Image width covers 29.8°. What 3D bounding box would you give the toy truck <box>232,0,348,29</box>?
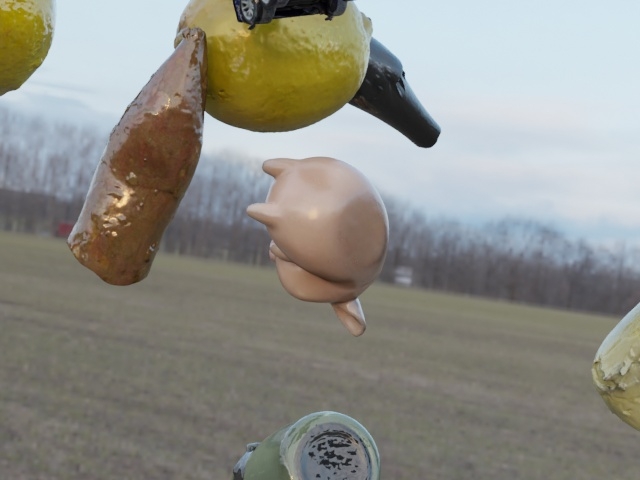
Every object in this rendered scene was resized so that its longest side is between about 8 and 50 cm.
[{"bbox_3d":[-0.010,-0.344,1.312,0.124,0.155,0.268,-12,-7,-27],"label":"toy truck"}]

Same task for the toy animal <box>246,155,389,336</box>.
[{"bbox_3d":[0.009,-0.007,1.500,0.154,0.166,0.250,15,-21,16],"label":"toy animal"}]

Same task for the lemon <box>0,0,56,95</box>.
[{"bbox_3d":[-0.554,-0.367,1.957,0.260,0.260,0.284,8,-6,-22],"label":"lemon"}]

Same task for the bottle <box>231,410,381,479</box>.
[{"bbox_3d":[-0.039,0.376,1.899,0.168,0.168,0.347,8,-19,-19],"label":"bottle"}]

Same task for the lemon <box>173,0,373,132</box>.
[{"bbox_3d":[-0.064,-0.257,1.622,0.263,0.236,0.236,14,-2,-9],"label":"lemon"}]

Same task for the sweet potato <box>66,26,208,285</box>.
[{"bbox_3d":[-0.212,-0.112,1.529,0.131,0.337,0.131,25,9,-4],"label":"sweet potato"}]

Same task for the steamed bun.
[{"bbox_3d":[0.532,0.174,1.802,0.273,0.232,0.166,25,33,-28],"label":"steamed bun"}]

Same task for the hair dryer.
[{"bbox_3d":[0.005,-0.232,2.077,0.359,0.120,0.303,-11,-32,33],"label":"hair dryer"}]
